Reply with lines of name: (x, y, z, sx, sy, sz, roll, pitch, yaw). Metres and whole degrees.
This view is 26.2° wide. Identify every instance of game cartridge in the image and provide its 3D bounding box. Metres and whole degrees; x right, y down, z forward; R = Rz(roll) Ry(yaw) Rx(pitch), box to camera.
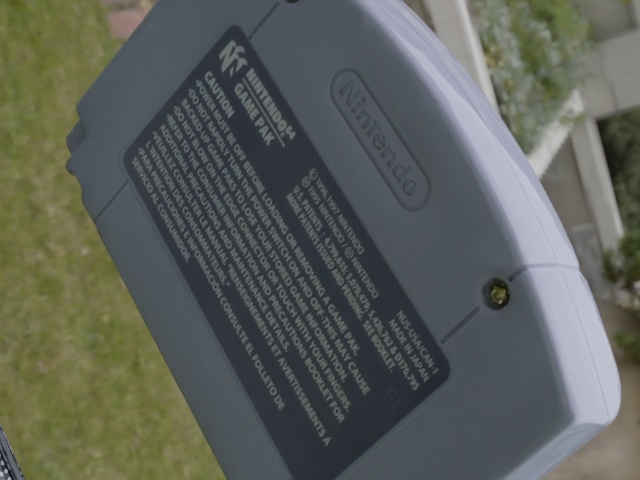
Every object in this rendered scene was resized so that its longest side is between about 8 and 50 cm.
game cartridge: (0.000, 0.000, 0.627, 0.062, 0.198, 0.297, 9, 44, -54)

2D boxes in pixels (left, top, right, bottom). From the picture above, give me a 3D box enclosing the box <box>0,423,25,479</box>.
box: (-0.195, 0.067, 0.429, 0.190, 0.045, 0.184, -29, 100, -46)
